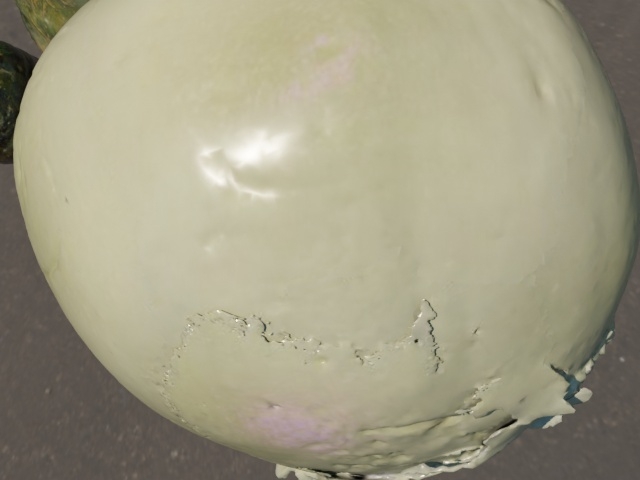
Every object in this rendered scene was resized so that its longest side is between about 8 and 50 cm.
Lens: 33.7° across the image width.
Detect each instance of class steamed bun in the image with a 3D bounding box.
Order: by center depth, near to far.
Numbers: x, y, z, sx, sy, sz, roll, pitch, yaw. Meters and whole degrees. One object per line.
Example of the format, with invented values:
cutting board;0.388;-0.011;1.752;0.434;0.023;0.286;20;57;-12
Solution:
steamed bun;0.000;0.000;0.566;0.334;0.233;0.312;-18;148;18

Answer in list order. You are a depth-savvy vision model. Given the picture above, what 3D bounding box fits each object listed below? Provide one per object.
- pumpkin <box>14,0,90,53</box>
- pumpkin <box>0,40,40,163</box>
pumpkin;-0.134;-0.249;0.928;0.292;0.257;0.327;-10;146;-16
pumpkin;-0.476;-0.181;1.431;0.260;0.260;0.189;13;89;-10
